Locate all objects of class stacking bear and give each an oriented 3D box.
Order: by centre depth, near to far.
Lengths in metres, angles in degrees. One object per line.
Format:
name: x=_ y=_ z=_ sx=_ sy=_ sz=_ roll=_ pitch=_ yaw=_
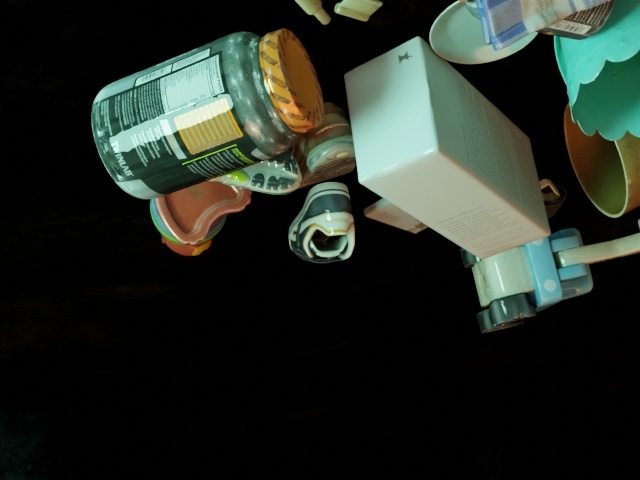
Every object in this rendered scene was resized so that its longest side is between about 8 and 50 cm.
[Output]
stacking bear: x=-0.261 y=-0.052 z=1.864 sx=0.175 sy=0.164 sz=0.289 roll=-39 pitch=175 yaw=-20

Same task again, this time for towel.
towel: x=0.337 y=-0.399 z=1.265 sx=0.285 sy=0.034 sz=0.209 roll=-24 pitch=125 yaw=-5

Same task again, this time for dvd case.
dvd case: x=0.246 y=-0.090 z=2.065 sx=0.180 sy=0.022 sz=0.253 roll=18 pitch=145 yaw=-40

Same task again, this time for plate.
plate: x=0.270 y=-0.355 z=1.527 sx=0.188 sy=0.024 sz=0.188 roll=-6 pitch=153 yaw=-3

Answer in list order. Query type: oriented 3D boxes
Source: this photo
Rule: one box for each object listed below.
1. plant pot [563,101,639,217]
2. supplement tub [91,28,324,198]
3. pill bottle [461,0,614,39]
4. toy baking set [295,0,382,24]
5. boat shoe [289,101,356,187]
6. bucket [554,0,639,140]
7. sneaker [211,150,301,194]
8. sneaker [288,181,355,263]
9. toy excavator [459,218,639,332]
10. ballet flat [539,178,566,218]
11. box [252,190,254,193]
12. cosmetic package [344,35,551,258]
plant pot: x=0.627 y=-0.198 z=1.749 sx=0.254 sy=0.237 sz=0.237 roll=-21 pitch=154 yaw=-4
supplement tub: x=-0.179 y=-0.207 z=1.506 sx=0.338 sy=0.207 sz=0.207 roll=-17 pitch=153 yaw=20
pill bottle: x=0.299 y=-0.378 z=1.366 sx=0.245 sy=0.130 sz=0.130 roll=6 pitch=151 yaw=-23
toy baking set: x=0.030 y=-0.408 z=1.358 sx=0.196 sy=0.030 sz=0.256 roll=-24 pitch=150 yaw=25
boat shoe: x=0.000 y=-0.177 z=1.726 sx=0.123 sy=0.116 sz=0.324 roll=-17 pitch=176 yaw=-15
bucket: x=0.518 y=-0.310 z=1.502 sx=0.281 sy=0.183 sz=0.281 roll=-6 pitch=153 yaw=-3
sneaker: x=-0.168 y=-0.138 z=1.700 sx=0.275 sy=0.107 sz=0.110 roll=20 pitch=172 yaw=4
sneaker: x=0.000 y=0.000 z=2.072 sx=0.126 sy=0.127 sz=0.321 roll=-4 pitch=155 yaw=-9
toy excavator: x=0.579 y=0.040 z=2.132 sx=0.445 sy=0.222 sz=0.433 roll=-14 pitch=169 yaw=-3
ballet flat: x=0.437 y=-0.110 z=2.009 sx=0.280 sy=0.095 sz=0.096 roll=5 pitch=143 yaw=-46
box: x=-0.185 y=-0.097 z=1.943 sx=0.067 sy=0.018 sz=0.083 roll=9 pitch=150 yaw=-31
cosmetic package: x=0.242 y=-0.150 z=1.706 sx=0.161 sy=0.230 sz=0.453 roll=-22 pitch=150 yaw=29
